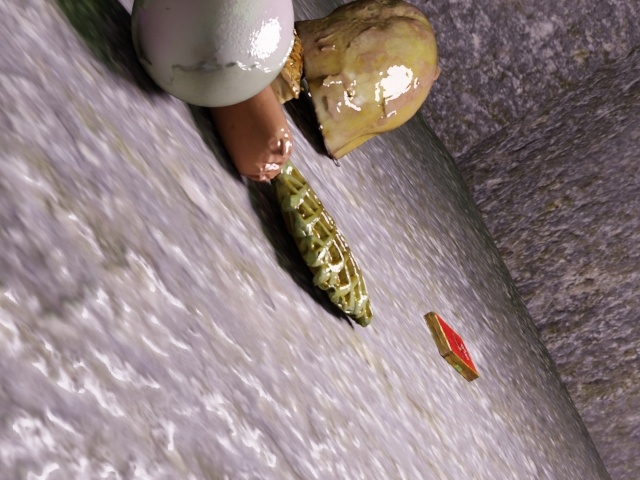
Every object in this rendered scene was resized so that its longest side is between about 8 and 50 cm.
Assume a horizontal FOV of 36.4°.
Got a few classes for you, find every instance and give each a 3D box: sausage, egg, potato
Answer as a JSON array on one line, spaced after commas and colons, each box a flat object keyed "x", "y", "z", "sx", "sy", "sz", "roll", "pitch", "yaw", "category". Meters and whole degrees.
[{"x": -0.110, "y": -0.198, "z": 1.225, "sx": 0.086, "sy": 0.086, "sz": 0.289, "roll": 37, "pitch": 25, "yaw": -57, "category": "sausage"}, {"x": -0.117, "y": -0.235, "z": 1.077, "sx": 0.183, "sy": 0.183, "sz": 0.217, "roll": 50, "pitch": 18, "yaw": -32, "category": "egg"}, {"x": 0.099, "y": -0.306, "z": 1.746, "sx": 0.301, "sy": 0.237, "sz": 0.289, "roll": 49, "pitch": 25, "yaw": -74, "category": "potato"}]

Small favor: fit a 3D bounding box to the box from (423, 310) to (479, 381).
[{"x": 0.235, "y": 0.190, "z": 1.738, "sx": 0.133, "sy": 0.023, "sz": 0.090, "roll": 43, "pitch": 22, "yaw": -47, "category": "box"}]

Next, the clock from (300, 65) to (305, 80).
[{"x": -0.095, "y": -0.384, "z": 1.795, "sx": 0.215, "sy": 0.042, "sz": 0.215, "roll": 53, "pitch": 15, "yaw": -20, "category": "clock"}]

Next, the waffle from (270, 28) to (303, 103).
[{"x": -0.115, "y": -0.321, "z": 1.475, "sx": 0.213, "sy": 0.091, "sz": 0.308, "roll": 53, "pitch": 14, "yaw": -20, "category": "waffle"}]

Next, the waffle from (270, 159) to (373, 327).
[{"x": 0.000, "y": 0.000, "z": 1.248, "sx": 0.214, "sy": 0.054, "sz": 0.208, "roll": 50, "pitch": 11, "yaw": -53, "category": "waffle"}]
